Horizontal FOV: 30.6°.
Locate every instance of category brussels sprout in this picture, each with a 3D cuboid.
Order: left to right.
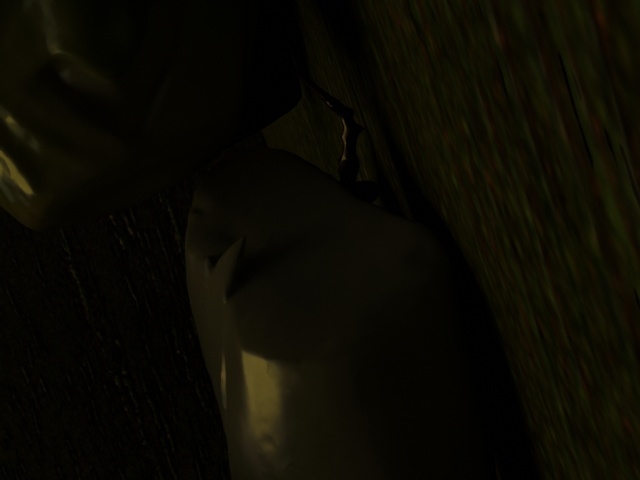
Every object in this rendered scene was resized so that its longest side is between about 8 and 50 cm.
[{"bbox_3d":[-0.121,-0.134,0.538,0.219,0.210,0.271,-42,63,39],"label":"brussels sprout"}]

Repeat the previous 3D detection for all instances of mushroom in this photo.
[{"bbox_3d":[0.037,0.123,0.533,0.159,0.122,0.329,-92,-18,-61],"label":"mushroom"}]

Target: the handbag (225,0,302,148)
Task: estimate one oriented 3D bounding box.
[{"bbox_3d":[-0.137,-0.218,0.779,0.275,0.177,0.302,15,-125,-74],"label":"handbag"}]

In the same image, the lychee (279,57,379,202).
[{"bbox_3d":[-0.001,0.006,0.607,0.114,0.140,0.101,21,-153,-37],"label":"lychee"}]
